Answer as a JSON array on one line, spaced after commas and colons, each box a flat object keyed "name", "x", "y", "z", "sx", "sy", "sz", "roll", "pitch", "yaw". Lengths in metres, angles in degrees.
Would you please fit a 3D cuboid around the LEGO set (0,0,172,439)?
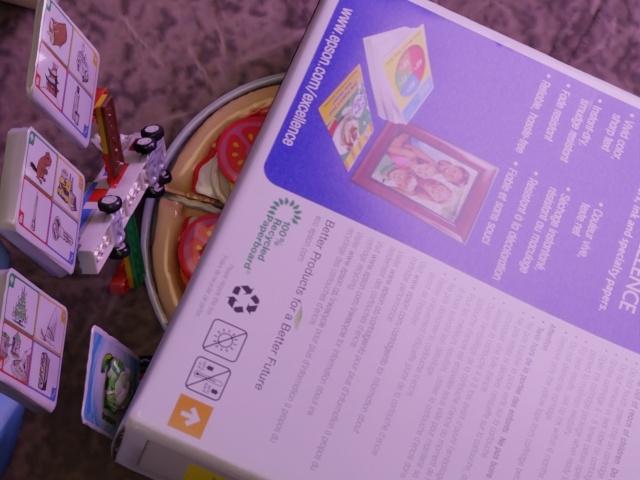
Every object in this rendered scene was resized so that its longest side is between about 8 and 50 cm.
[{"name": "LEGO set", "x": -0.125, "y": 0.006, "z": 0.976, "sx": 0.060, "sy": 0.244, "sz": 0.182, "roll": 1, "pitch": 74, "yaw": 14}]

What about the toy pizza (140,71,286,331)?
[{"name": "toy pizza", "x": 0.000, "y": 0.000, "z": 1.089, "sx": 0.201, "sy": 0.032, "sz": 0.201, "roll": 1, "pitch": 80, "yaw": -6}]

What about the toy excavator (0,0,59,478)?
[{"name": "toy excavator", "x": -0.220, "y": 0.005, "z": 0.948, "sx": 0.222, "sy": 0.433, "sz": 0.445, "roll": 18, "pitch": 107, "yaw": 0}]

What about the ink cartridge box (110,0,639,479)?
[{"name": "ink cartridge box", "x": 0.091, "y": 0.039, "z": 1.022, "sx": 0.307, "sy": 0.072, "sz": 0.303, "roll": 25, "pitch": 60, "yaw": -3}]
